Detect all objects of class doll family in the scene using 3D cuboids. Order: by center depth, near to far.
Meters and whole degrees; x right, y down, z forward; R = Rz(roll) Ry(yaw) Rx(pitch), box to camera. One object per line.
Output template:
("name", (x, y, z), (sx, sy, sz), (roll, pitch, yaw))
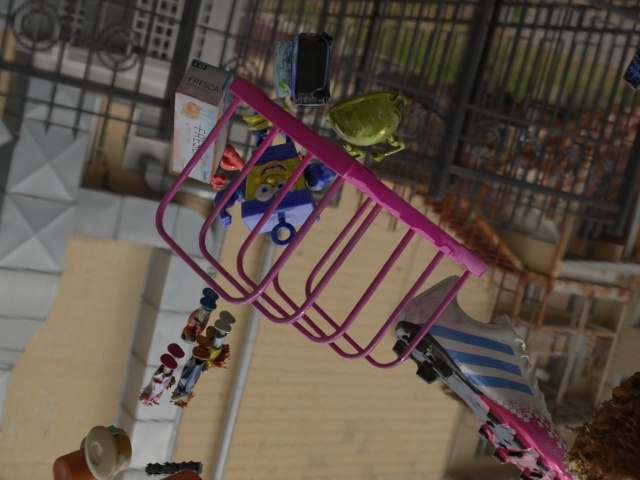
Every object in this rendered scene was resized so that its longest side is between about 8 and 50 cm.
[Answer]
("doll family", (-0.232, 0.228, 1.602), (0.118, 0.163, 0.263), (30, -140, -1))

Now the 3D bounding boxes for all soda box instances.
("soda box", (-0.157, -0.154, 1.142), (0.058, 0.063, 0.183), (20, 150, 0))

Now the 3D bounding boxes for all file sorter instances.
("file sorter", (0.000, 0.000, 0.929), (0.202, 0.182, 0.291), (41, -174, 41))

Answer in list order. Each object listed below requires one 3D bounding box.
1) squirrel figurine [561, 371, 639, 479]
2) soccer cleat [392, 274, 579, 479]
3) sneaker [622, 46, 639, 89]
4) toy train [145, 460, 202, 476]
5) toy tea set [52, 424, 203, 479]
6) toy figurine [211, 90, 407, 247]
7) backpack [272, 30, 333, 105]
("squirrel figurine", (0.408, 0.253, 0.816), (0.281, 0.370, 0.397), (2, -170, -7))
("soccer cleat", (0.245, 0.186, 1.136), (0.331, 0.143, 0.116), (46, 158, -5))
("sneaker", (0.490, -0.217, 1.138), (0.232, 0.090, 0.081), (12, -142, -36))
("toy train", (-0.267, 0.422, 1.582), (0.158, 0.027, 0.036), (-16, 151, 43))
("toy tea set", (-0.294, 0.404, 1.383), (0.124, 0.200, 0.336), (1, -153, -48))
("toy figurine", (-0.030, -0.077, 1.310), (0.363, 0.217, 0.191), (-10, 147, 6))
("backpack", (-0.027, -0.250, 1.252), (0.084, 0.105, 0.114), (2, -169, -3))
